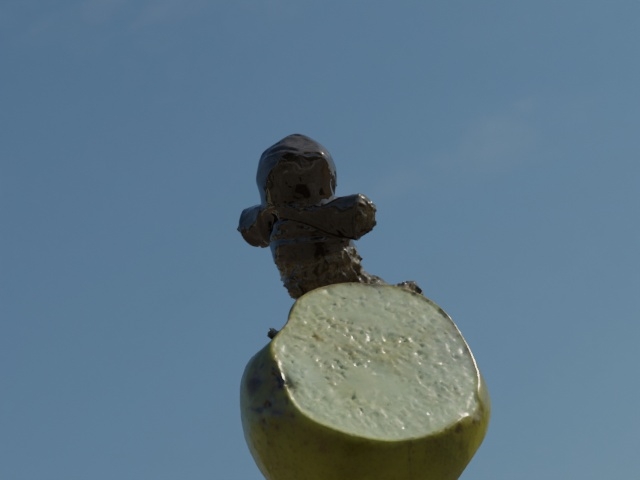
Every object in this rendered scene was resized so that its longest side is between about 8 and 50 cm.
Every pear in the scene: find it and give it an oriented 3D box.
[{"bbox_3d":[0.022,0.101,1.039,0.141,0.141,0.104,-4,-42,-22],"label":"pear"}]

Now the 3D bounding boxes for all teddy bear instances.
[{"bbox_3d":[-0.004,0.006,1.295,0.119,0.160,0.078,-10,24,41],"label":"teddy bear"}]
